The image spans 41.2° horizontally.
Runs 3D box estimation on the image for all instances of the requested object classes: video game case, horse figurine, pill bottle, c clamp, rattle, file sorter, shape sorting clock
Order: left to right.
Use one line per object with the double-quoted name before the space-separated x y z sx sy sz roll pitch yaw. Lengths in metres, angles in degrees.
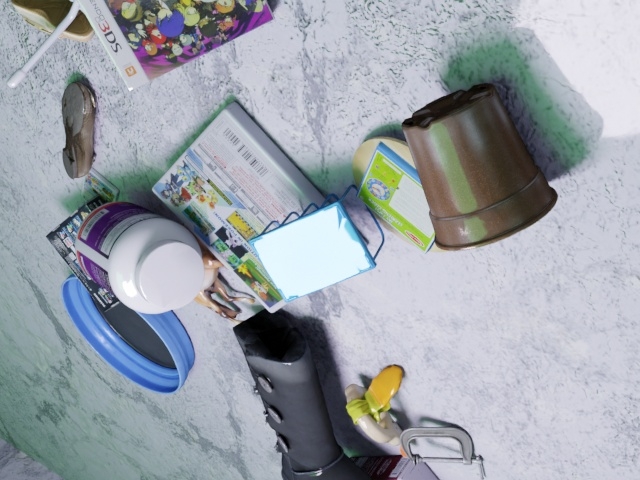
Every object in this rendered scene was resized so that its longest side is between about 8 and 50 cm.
"video game case" -0.477 -0.101 1.837 0.087 0.011 0.122 40 146 4
"pill bottle" -0.344 0.034 1.637 0.323 0.181 0.181 20 143 56
"video game case" -0.210 -0.346 1.153 0.042 0.232 0.210 -112 -4 -62
"horse figurine" -0.212 0.076 1.723 0.175 0.066 0.263 24 139 13
"video game case" -0.116 -0.044 1.497 0.329 0.036 0.300 46 138 -7
"file sorter" 0.000 0.000 1.346 0.170 0.104 0.118 -23 107 28
"rattle" 0.152 0.334 1.675 0.200 0.142 0.130 40 -179 -24
"shape sorting clock" 0.131 -0.067 1.254 0.206 0.040 0.206 31 145 25
"c clamp" 0.234 0.412 1.645 0.161 0.022 0.137 2 124 15

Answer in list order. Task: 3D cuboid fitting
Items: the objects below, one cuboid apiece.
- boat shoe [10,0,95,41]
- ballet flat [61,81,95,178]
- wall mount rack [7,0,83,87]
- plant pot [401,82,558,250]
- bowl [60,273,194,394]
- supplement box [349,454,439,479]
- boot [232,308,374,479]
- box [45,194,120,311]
"boat shoe" -0.458 -0.384 1.480 0.170 0.063 0.059 29 158 16
"ballet flat" -0.469 -0.217 1.677 0.084 0.058 0.249 52 145 25
"wall mount rack" -0.496 -0.434 1.372 0.350 0.130 0.304 45 137 -1
"plant pot" 0.189 -0.098 1.073 0.167 0.167 0.165 -9 114 48
"bowl" -0.476 0.219 2.123 0.391 0.077 0.391 26 143 22
"supplement box" 0.155 0.538 1.852 0.130 0.073 0.239 51 146 -12
"boot" 0.005 0.382 1.703 0.367 0.146 0.445 19 129 44
"box" -0.482 0.032 1.872 0.175 0.051 0.220 -31 98 38
